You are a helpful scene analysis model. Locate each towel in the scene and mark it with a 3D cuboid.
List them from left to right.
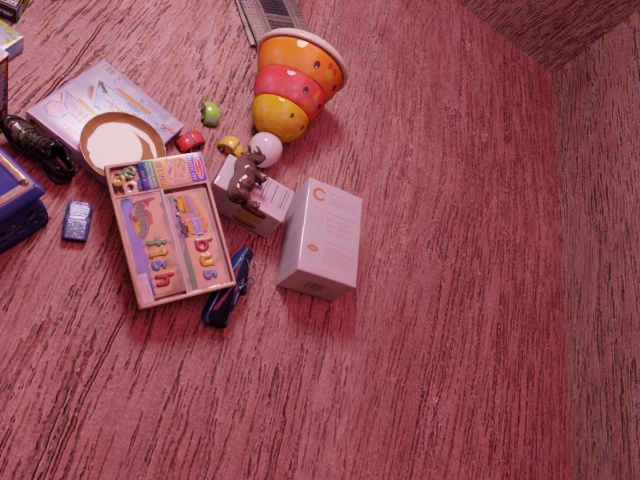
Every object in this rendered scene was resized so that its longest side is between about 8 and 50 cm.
[{"bbox_3d":[-0.670,-0.051,1.386,0.067,0.029,0.119,12,61,-27],"label":"towel"},{"bbox_3d":[-0.184,-0.894,2.096,0.312,0.056,0.324,-10,71,-38],"label":"towel"}]

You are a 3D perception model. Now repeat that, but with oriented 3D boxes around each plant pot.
[{"bbox_3d":[-0.821,-0.102,1.201,0.236,0.212,0.236,46,52,-6],"label":"plant pot"},{"bbox_3d":[-0.574,-0.266,1.465,0.237,0.032,0.236,13,62,-26],"label":"plant pot"}]

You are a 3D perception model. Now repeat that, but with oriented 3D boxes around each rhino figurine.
[{"bbox_3d":[-0.218,-0.202,1.535,0.106,0.073,0.243,25,55,-23],"label":"rhino figurine"}]

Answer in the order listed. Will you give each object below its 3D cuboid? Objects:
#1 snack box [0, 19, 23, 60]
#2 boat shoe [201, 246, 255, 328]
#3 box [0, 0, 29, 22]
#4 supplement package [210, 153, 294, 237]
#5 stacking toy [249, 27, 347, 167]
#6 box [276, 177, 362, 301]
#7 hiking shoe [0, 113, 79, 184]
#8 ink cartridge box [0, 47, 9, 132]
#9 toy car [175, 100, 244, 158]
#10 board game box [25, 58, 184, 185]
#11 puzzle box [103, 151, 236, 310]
[{"bbox_3d":[-0.991,-0.580,1.419,0.207,0.070,0.174,38,53,-12],"label":"snack box"},{"bbox_3d":[-0.265,0.143,1.512,0.089,0.109,0.258,36,70,-21],"label":"boat shoe"},{"bbox_3d":[-1.023,-0.807,1.517,0.270,0.060,0.216,18,59,-23],"label":"box"},{"bbox_3d":[-0.233,-0.140,1.629,0.244,0.139,0.133,30,55,-15],"label":"supplement package"},{"bbox_3d":[-0.128,-0.470,1.807,0.351,0.351,0.479,24,75,-20],"label":"stacking toy"},{"bbox_3d":[0.000,0.000,1.688,0.215,0.168,0.345,20,59,-22],"label":"box"},{"bbox_3d":[-0.750,-0.260,1.360,0.227,0.114,0.086,48,46,-24],"label":"hiking shoe"},{"bbox_3d":[-0.893,-0.311,1.197,0.130,0.309,0.271,35,54,-14],"label":"ink cartridge box"},{"bbox_3d":[-0.373,-0.391,1.720,0.239,0.053,0.224,5,65,-30],"label":"toy car"},{"bbox_3d":[-0.640,-0.353,1.528,0.319,0.066,0.318,40,53,-10],"label":"board game box"},{"bbox_3d":[-0.415,-0.033,1.403,0.272,0.052,0.408,-14,84,-25],"label":"puzzle box"}]
